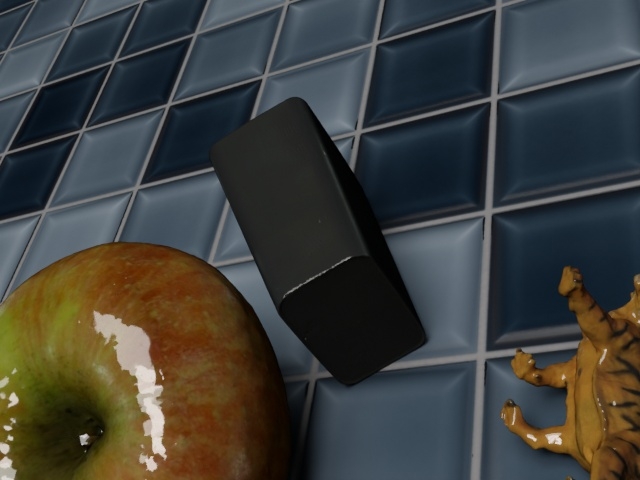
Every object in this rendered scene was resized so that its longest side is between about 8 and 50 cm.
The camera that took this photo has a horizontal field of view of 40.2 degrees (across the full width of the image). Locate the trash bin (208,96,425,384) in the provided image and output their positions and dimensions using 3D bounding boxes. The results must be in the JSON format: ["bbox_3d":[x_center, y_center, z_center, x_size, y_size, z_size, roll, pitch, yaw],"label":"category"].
[{"bbox_3d":[0.000,0.000,0.830,0.115,0.165,0.225,-31,44,5],"label":"trash bin"}]

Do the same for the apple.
[{"bbox_3d":[-0.153,0.158,0.743,0.278,0.250,0.309,5,75,19],"label":"apple"}]

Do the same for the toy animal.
[{"bbox_3d":[0.204,0.141,0.625,0.116,0.114,0.255,17,57,-7],"label":"toy animal"}]
